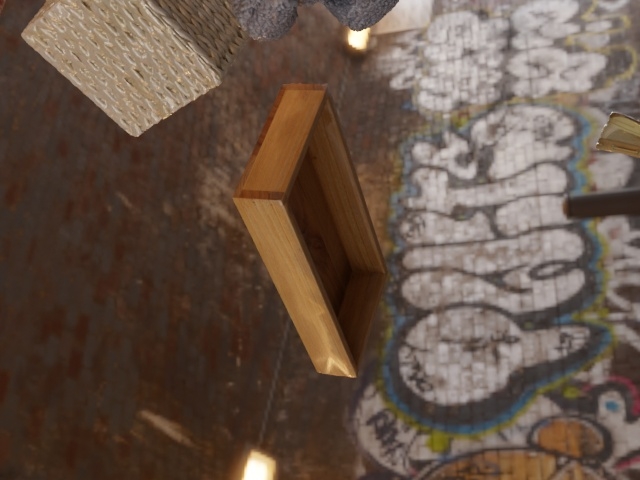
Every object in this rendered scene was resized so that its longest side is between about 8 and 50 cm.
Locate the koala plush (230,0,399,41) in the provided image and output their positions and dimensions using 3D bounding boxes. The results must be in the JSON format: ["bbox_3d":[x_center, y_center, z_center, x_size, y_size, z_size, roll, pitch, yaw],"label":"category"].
[{"bbox_3d":[0.022,-0.325,0.874,0.196,0.221,0.203,-18,-90,-39],"label":"koala plush"}]

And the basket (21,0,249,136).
[{"bbox_3d":[-0.345,-0.438,1.804,0.331,0.328,0.266,45,-135,-25],"label":"basket"}]

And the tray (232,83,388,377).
[{"bbox_3d":[0.000,0.000,1.299,0.410,0.076,0.202,70,-148,-48],"label":"tray"}]

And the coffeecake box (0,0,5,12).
[{"bbox_3d":[-0.509,-0.413,1.401,0.142,0.068,0.185,-150,81,-75],"label":"coffeecake box"}]

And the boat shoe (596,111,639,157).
[{"bbox_3d":[0.374,-0.089,0.993,0.056,0.153,0.048,-5,-57,-57],"label":"boat shoe"}]
